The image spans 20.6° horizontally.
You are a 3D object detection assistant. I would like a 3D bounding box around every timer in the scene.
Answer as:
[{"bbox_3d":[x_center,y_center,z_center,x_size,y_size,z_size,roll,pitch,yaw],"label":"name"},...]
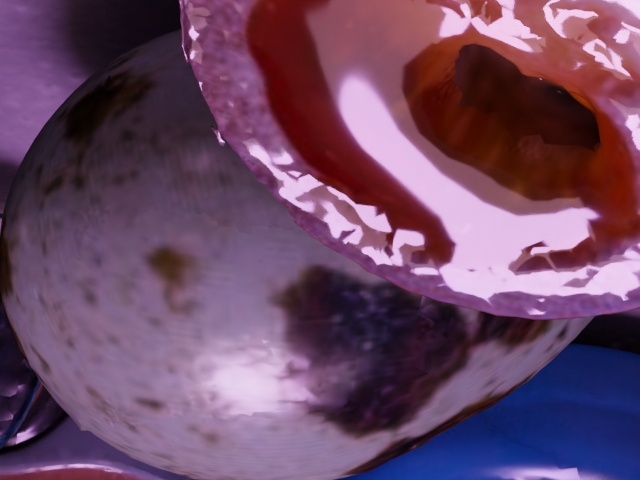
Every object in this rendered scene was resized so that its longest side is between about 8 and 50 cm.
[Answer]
[{"bbox_3d":[0.151,0.171,0.946,0.340,0.115,0.309,20,150,-23],"label":"timer"}]

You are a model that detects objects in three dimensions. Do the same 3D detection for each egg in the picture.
[{"bbox_3d":[0.000,0.000,0.630,0.231,0.169,0.169,-10,149,0],"label":"egg"}]

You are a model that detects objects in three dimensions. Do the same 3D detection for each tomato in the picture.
[{"bbox_3d":[0.061,-0.098,0.499,0.199,0.112,0.228,22,126,-5],"label":"tomato"}]

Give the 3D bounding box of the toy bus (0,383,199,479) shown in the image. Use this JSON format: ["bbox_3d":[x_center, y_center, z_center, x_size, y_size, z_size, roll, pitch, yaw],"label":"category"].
[{"bbox_3d":[-0.180,0.192,0.931,0.287,0.232,0.194,-11,148,24],"label":"toy bus"}]

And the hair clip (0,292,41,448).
[{"bbox_3d":[-0.207,0.038,0.653,0.194,0.310,0.206,8,-179,-2],"label":"hair clip"}]
